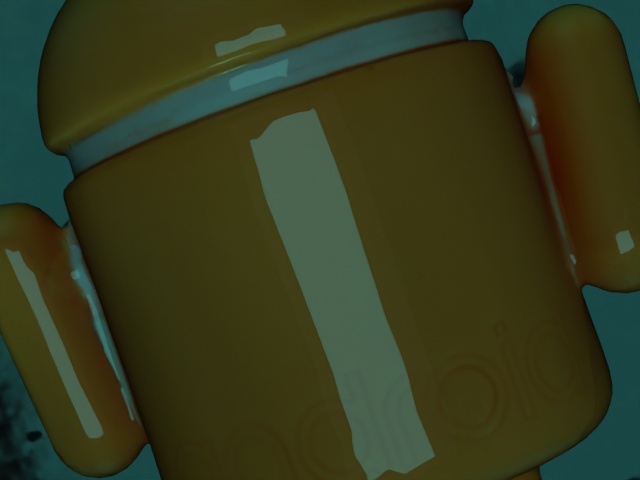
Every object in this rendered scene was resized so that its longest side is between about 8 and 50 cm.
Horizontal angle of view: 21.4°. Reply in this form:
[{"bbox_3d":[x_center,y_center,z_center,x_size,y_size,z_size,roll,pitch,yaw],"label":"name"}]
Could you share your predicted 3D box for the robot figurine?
[{"bbox_3d":[0.002,-0.001,0.460,0.158,0.128,0.219,-21,89,42],"label":"robot figurine"}]
